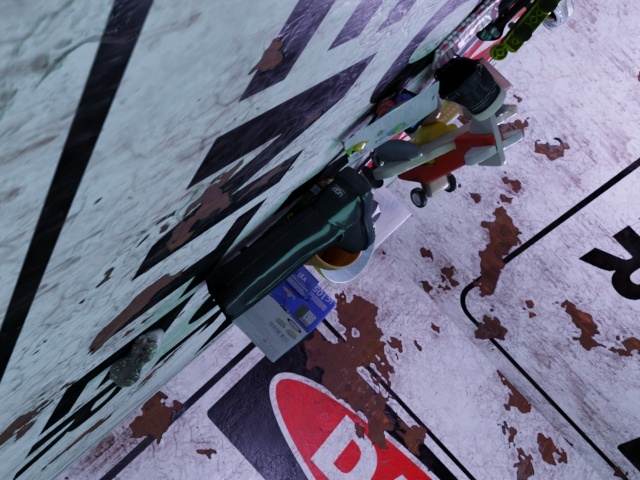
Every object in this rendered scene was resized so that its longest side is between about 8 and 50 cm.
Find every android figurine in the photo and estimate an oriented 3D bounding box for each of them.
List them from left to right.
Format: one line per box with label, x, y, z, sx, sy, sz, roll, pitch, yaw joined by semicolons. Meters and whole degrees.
android figurine;0.514;-0.546;1.680;0.248;0.056;0.273;-50;-177;21

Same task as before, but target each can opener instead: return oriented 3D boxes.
can opener;0.446;-0.552;1.628;0.059;0.073;0.186;19;128;-38

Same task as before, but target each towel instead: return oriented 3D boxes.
towel;0.323;-0.458;1.500;0.197;0.029;0.144;-44;176;7

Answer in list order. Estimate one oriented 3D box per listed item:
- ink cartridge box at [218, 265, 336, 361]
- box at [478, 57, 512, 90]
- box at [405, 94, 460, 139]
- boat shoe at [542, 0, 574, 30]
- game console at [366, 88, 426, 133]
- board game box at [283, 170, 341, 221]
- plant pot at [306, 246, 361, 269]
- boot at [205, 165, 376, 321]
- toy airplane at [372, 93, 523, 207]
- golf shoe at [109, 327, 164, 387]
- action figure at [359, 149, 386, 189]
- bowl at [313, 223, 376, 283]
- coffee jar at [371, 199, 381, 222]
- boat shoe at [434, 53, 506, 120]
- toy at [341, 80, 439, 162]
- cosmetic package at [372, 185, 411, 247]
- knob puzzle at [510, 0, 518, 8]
ink cartridge box;-0.131;0.190;2.093;0.151;0.270;0.395;-43;177;-32
box;0.517;-0.500;2.238;0.121;0.148;0.311;-47;177;29
box;0.354;-0.388;2.051;0.203;0.103;0.114;-43;177;-8
boat shoe;0.687;-0.704;2.025;0.103;0.118;0.320;-38;173;10
game console;0.181;-0.281;1.597;0.144;0.124;0.085;130;-19;-65
board game box;-0.003;-0.122;1.825;0.136;0.030;0.259;-43;177;23
plant pot;0.000;0.000;2.122;0.205;0.205;0.188;-41;-168;-31
boot;-0.068;0.049;1.703;0.445;0.146;0.367;-42;157;-14
toy airplane;0.330;-0.272;1.789;0.384;0.272;0.386;-28;178;19
golf shoe;-0.415;0.270;1.566;0.176;0.069;0.086;-44;-178;24
action figure;0.154;-0.207;2.078;0.185;0.099;0.285;-50;-179;-6
bowl;0.044;-0.005;2.401;0.156;0.289;0.289;19;-129;44
coffee jar;0.101;-0.093;2.184;0.184;0.079;0.096;9;-138;42
boat shoe;0.327;-0.385;1.612;0.127;0.113;0.340;-45;-157;20
toy;0.145;-0.267;1.479;0.237;0.056;0.137;-36;166;-1
cosmetic package;0.184;-0.093;2.626;0.224;0.225;0.138;-42;174;-24
knob puzzle;0.531;-0.634;1.734;0.213;0.030;0.213;-42;176;-3
